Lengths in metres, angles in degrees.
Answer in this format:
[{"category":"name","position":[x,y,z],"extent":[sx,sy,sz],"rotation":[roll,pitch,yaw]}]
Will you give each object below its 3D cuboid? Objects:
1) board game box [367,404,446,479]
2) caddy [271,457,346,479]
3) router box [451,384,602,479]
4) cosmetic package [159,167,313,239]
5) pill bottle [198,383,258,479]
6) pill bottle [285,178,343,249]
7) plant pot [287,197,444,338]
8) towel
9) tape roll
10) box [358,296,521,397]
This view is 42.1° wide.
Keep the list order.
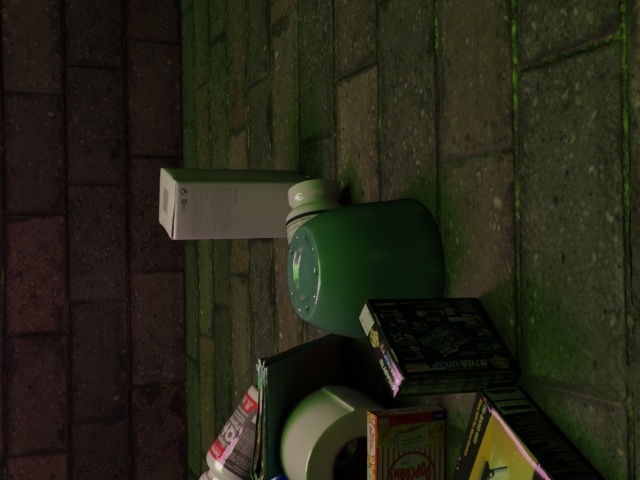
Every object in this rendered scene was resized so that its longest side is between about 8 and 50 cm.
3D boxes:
[{"category":"board game box","position":[0.161,0.412,1.556],"extent":[0.045,0.147,0.193],"rotation":[-173,82,-69]},{"category":"caddy","position":[-0.070,0.626,2.027],"extent":[0.241,0.179,0.341],"rotation":[37,120,47]},{"category":"router box","position":[0.300,0.421,1.292],"extent":[0.243,0.081,0.308],"rotation":[-128,42,-57]},{"category":"cosmetic package","position":[-0.211,-0.099,2.160],"extent":[0.217,0.385,0.156],"rotation":[-143,56,-66]},{"category":"pill bottle","position":[-0.196,0.565,2.248],"extent":[0.318,0.176,0.176],"rotation":[-57,24,-2]},{"category":"pill bottle","position":[0.000,0.000,1.941],"extent":[0.153,0.153,0.264],"rotation":[135,131,-61]},{"category":"plant pot","position":[0.071,0.062,1.653],"extent":[0.293,0.235,0.293],"rotation":[179,90,-69]},{"category":"towel","position":[-0.038,0.358,1.848],"extent":[0.040,0.370,0.271],"rotation":[7,98,28]},{"category":"tape roll","position":[0.054,0.435,1.694],"extent":[0.169,0.246,0.246],"rotation":[-166,76,-68]},{"category":"box","position":[0.193,0.170,1.365],"extent":[0.175,0.220,0.051],"rotation":[-115,34,-44]}]
